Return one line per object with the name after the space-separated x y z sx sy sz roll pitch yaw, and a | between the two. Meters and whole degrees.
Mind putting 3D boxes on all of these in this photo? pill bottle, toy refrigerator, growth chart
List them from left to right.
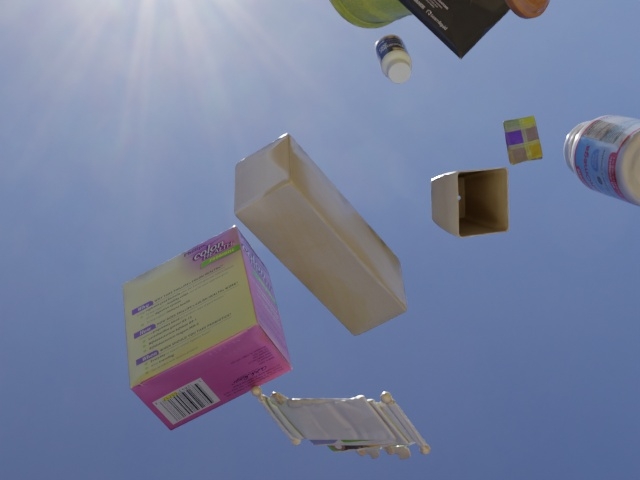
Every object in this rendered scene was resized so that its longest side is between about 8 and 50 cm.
0.000 0.000 1.319 0.269 0.094 0.102 47 -155 -36 | toy refrigerator
0.032 0.271 1.508 0.237 0.172 0.021 -3 -133 24 | growth chart
0.157 -0.383 2.174 0.067 0.067 0.120 13 -146 -18 | pill bottle
0.322 -0.088 1.091 0.087 0.087 0.160 19 -173 -14 | pill bottle

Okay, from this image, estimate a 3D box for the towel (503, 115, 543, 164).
0.360 -0.178 1.824 0.060 0.009 0.083 -9 -99 8 | towel

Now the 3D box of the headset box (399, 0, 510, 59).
0.143 -0.365 1.312 0.218 0.110 0.293 41 -157 -9 | headset box

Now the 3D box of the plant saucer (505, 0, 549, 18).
0.172 -0.225 0.844 0.083 0.013 0.083 -2 -87 -49 | plant saucer

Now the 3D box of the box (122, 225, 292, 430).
-0.180 0.131 1.579 0.117 0.213 0.243 57 -171 -38 | box

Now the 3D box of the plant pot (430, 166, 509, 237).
0.242 -0.068 1.718 0.109 0.096 0.109 -7 -80 -31 | plant pot

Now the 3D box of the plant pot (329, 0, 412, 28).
0.177 -0.472 1.646 0.276 0.276 0.254 -25 -151 -39 | plant pot
